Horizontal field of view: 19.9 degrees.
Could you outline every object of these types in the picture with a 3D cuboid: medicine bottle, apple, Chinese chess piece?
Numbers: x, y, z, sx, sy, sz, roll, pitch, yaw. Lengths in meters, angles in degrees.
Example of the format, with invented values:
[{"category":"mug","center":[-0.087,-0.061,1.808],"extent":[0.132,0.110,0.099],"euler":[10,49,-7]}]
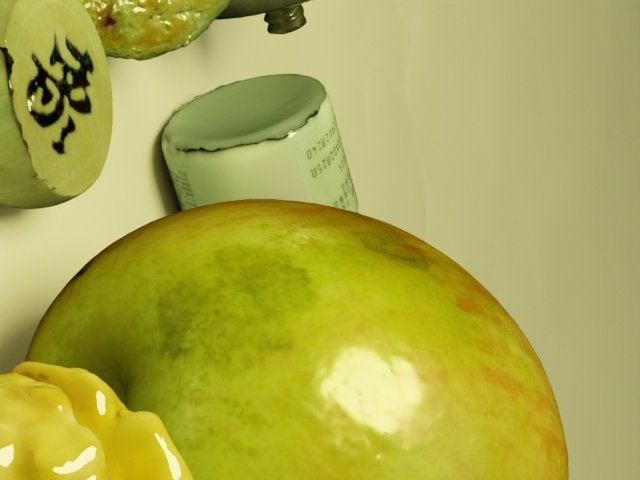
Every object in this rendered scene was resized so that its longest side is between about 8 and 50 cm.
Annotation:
[{"category":"medicine bottle","center":[-0.038,-0.026,1.379],"extent":[0.135,0.135,0.168],"euler":[-62,142,-57]},{"category":"apple","center":[-0.026,0.142,1.098],"extent":[0.339,0.339,0.340],"euler":[-5,90,-70]},{"category":"Chinese chess piece","center":[-0.179,-0.091,1.114],"extent":[0.144,0.058,0.144],"euler":[-5,90,-69]}]

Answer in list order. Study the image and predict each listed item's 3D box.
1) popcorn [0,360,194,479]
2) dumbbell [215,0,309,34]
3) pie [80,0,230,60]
[{"category":"popcorn","center":[-0.174,0.148,0.781],"extent":[0.225,0.265,0.332],"euler":[45,31,-52]},{"category":"dumbbell","center":[-0.076,-0.331,1.288],"extent":[0.179,0.179,0.406],"euler":[-67,146,-53]},{"category":"pie","center":[-0.121,-0.207,1.191],"extent":[0.187,0.041,0.187],"euler":[-14,116,-29]}]
